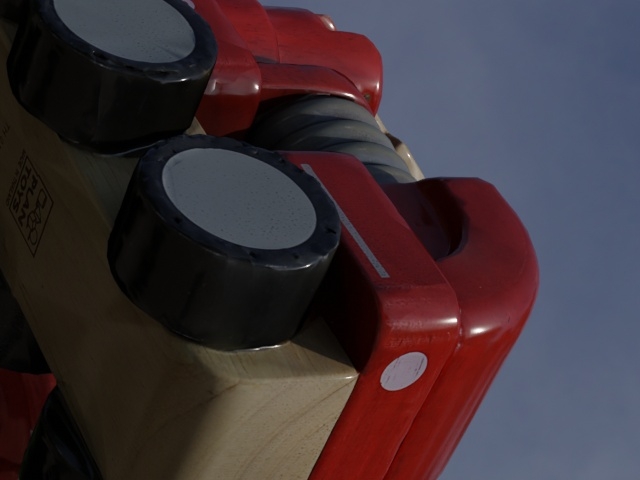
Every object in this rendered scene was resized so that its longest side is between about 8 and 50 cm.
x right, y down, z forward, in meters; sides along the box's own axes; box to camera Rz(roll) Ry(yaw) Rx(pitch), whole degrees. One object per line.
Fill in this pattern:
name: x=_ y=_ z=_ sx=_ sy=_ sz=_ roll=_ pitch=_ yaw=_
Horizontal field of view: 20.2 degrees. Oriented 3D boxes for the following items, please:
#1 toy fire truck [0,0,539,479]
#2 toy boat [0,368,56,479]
toy fire truck: x=0.000 y=0.000 z=0.598 sx=0.217 sy=0.246 sz=0.158 roll=55 pitch=-46 yaw=39
toy boat: x=-0.256 y=0.114 z=1.206 sx=0.231 sy=0.151 sz=0.151 roll=7 pitch=-70 yaw=26
